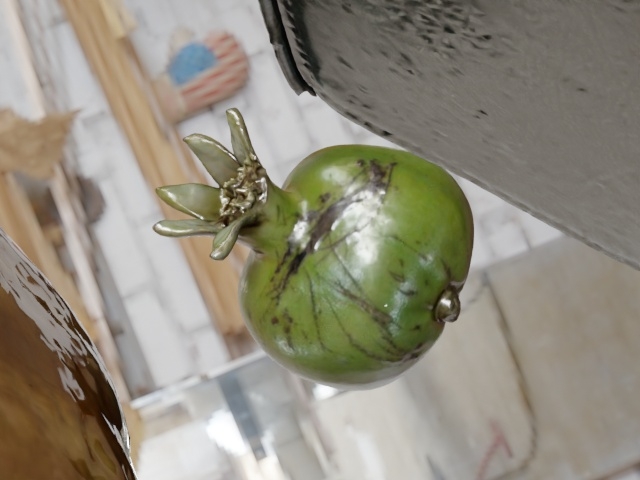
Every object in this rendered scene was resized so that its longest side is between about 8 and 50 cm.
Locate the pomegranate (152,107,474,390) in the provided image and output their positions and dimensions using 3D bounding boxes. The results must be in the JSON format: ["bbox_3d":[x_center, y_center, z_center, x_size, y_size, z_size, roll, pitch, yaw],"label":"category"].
[{"bbox_3d":[0.000,0.000,0.993,0.191,0.152,0.131,35,162,-24],"label":"pomegranate"}]

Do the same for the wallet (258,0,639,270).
[{"bbox_3d":[0.039,-0.087,0.356,0.172,0.045,0.318,28,163,21],"label":"wallet"}]

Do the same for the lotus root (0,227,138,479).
[{"bbox_3d":[-0.192,0.115,0.523,0.250,0.316,0.316,28,-158,-39],"label":"lotus root"}]
